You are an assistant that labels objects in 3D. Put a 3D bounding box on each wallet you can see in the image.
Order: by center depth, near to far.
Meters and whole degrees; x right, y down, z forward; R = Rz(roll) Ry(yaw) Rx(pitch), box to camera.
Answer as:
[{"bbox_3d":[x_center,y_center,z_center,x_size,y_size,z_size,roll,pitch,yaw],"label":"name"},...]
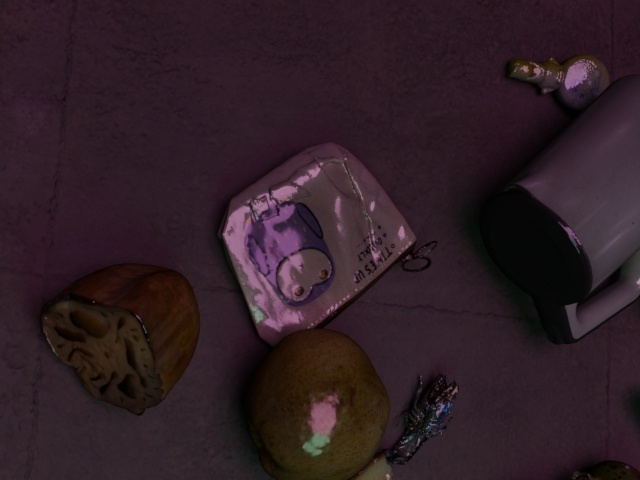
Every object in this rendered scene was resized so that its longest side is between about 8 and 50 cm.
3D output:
[{"bbox_3d":[0.000,0.001,1.619,0.335,0.068,0.274,-37,100,-21],"label":"wallet"}]

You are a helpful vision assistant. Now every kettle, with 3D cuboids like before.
[{"bbox_3d":[0.481,-0.038,1.742,0.377,0.250,0.361,-38,127,-26],"label":"kettle"}]

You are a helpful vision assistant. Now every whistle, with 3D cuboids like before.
[{"bbox_3d":[0.430,-0.294,1.852,0.198,0.057,0.104,8,95,-13],"label":"whistle"}]

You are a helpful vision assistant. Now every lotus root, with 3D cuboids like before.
[{"bbox_3d":[-0.271,0.116,1.460,0.180,0.199,0.188,-54,147,-50],"label":"lotus root"}]

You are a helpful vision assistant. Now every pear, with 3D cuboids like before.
[{"bbox_3d":[-0.014,0.254,1.512,0.211,0.188,0.228,-35,97,-35],"label":"pear"}]

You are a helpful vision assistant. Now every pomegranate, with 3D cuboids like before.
[{"bbox_3d":[0.499,0.433,1.738,0.130,0.130,0.130,3,82,-22],"label":"pomegranate"}]

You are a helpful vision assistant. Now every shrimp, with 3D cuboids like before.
[{"bbox_3d":[0.161,0.292,1.662,0.082,0.076,0.174,31,72,27],"label":"shrimp"}]

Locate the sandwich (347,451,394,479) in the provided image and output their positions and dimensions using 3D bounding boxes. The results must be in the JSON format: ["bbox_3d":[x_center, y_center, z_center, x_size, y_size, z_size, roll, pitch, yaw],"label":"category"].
[{"bbox_3d":[0.002,0.421,1.551,0.258,0.096,0.094,-31,102,-25],"label":"sandwich"}]
